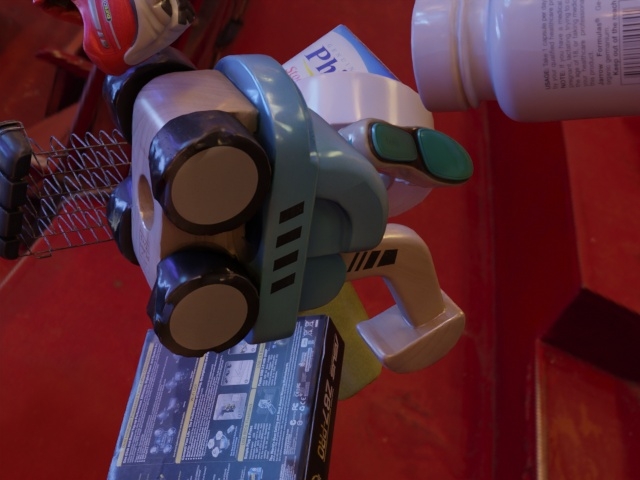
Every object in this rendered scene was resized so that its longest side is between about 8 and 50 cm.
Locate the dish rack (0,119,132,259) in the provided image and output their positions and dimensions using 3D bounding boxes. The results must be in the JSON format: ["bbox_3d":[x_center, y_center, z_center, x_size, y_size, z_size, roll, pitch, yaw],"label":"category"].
[{"bbox_3d":[-0.349,-0.076,1.224,0.271,0.208,0.074,-13,48,-40],"label":"dish rack"}]

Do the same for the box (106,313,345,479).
[{"bbox_3d":[-0.143,0.303,1.206,0.318,0.097,0.395,-6,51,18],"label":"box"}]

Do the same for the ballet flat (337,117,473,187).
[{"bbox_3d":[0.111,-0.114,1.130,0.248,0.086,0.086,11,37,-47],"label":"ballet flat"}]

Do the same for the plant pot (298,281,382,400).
[{"bbox_3d":[-0.002,0.185,1.672,0.254,0.276,0.276,55,40,-3],"label":"plant pot"}]

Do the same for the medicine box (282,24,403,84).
[{"bbox_3d":[0.013,-0.220,1.598,0.289,0.149,0.263,-36,60,-3],"label":"medicine box"}]

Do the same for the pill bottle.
[{"bbox_3d":[0.196,-0.162,0.669,0.229,0.131,0.131,-1,31,22],"label":"pill bottle"}]

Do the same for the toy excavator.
[{"bbox_3d":[0.000,0.000,0.955,0.445,0.433,0.222,-8,35,-24],"label":"toy excavator"}]

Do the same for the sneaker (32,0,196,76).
[{"bbox_3d":[-0.228,-0.267,0.779,0.279,0.118,0.107,58,13,27],"label":"sneaker"}]

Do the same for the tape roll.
[{"bbox_3d":[0.040,-0.136,1.320,0.286,0.286,0.100,11,59,-19],"label":"tape roll"}]
